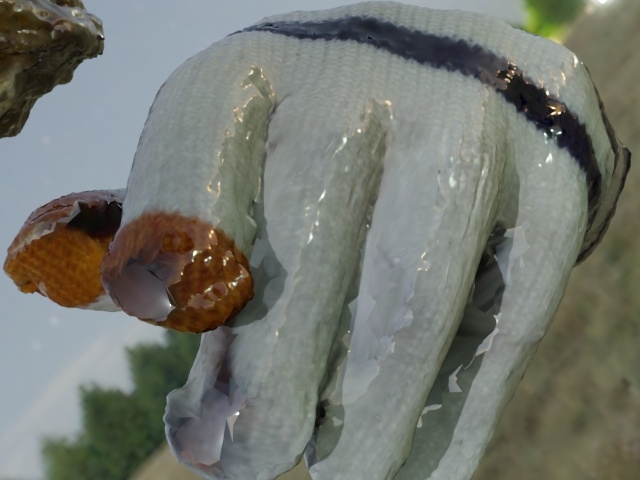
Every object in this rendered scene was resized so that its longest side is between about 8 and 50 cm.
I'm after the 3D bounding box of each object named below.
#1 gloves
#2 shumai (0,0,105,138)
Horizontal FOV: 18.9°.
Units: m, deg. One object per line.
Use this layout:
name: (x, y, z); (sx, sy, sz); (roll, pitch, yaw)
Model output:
gloves: (0.010, -0.011, 0.552); (0.131, 0.140, 0.219); (-63, -18, 10)
shumai: (-0.164, -0.103, 0.879); (0.105, 0.123, 0.139); (-53, 15, -14)
